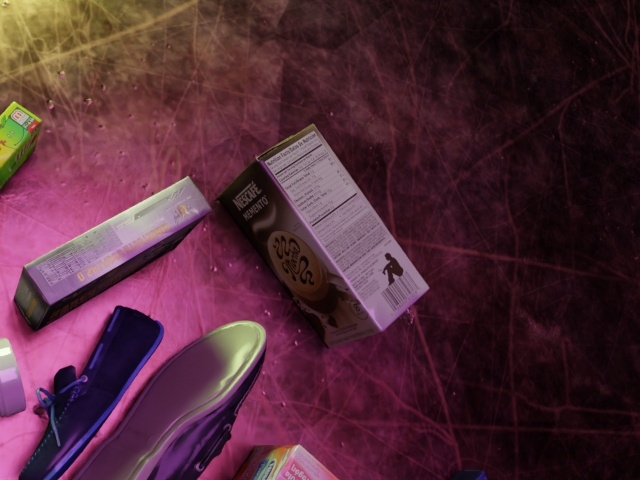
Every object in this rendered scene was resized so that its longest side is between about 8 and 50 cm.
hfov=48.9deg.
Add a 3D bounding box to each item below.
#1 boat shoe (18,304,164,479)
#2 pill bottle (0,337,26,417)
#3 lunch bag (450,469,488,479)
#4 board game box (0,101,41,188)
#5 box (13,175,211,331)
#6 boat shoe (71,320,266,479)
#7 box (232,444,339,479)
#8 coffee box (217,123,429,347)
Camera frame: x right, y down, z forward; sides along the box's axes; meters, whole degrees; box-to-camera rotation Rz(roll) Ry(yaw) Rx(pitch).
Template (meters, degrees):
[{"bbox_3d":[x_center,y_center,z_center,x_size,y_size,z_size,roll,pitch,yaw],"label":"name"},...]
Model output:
[{"bbox_3d":[-0.302,0.194,0.893,0.089,0.109,0.258,35,45,-6],"label":"boat shoe"},{"bbox_3d":[-0.455,0.184,0.790,0.216,0.121,0.121,-15,82,-30],"label":"pill bottle"},{"bbox_3d":[0.231,0.409,1.103,0.098,0.067,0.065,-27,88,-32],"label":"lunch bag"},{"bbox_3d":[-0.434,-0.084,0.901,0.043,0.092,0.181,35,62,-12],"label":"board game box"},{"bbox_3d":[-0.268,0.019,0.902,0.231,0.183,0.056,-35,92,-32],"label":"box"},{"bbox_3d":[-0.177,0.254,0.922,0.340,0.127,0.113,-52,136,-33],"label":"boat shoe"},{"bbox_3d":[0.009,0.421,0.937,0.300,0.154,0.142,44,60,-10],"label":"box"},{"bbox_3d":[0.000,0.000,1.055,0.119,0.168,0.297,-37,92,-31],"label":"coffee box"}]
